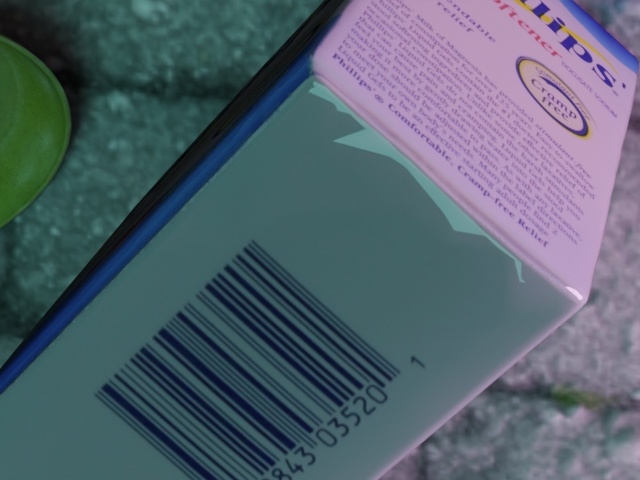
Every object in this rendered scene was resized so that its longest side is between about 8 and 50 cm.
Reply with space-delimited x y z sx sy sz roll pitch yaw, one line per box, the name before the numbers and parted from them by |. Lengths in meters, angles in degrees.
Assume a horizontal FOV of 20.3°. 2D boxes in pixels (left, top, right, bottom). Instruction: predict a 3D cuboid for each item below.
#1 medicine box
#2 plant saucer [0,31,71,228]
medicine box | 0.000 0.000 0.852 0.149 0.289 0.263 42 117 -7
plant saucer | -0.258 -0.056 0.972 0.241 0.241 0.037 -36 58 26
